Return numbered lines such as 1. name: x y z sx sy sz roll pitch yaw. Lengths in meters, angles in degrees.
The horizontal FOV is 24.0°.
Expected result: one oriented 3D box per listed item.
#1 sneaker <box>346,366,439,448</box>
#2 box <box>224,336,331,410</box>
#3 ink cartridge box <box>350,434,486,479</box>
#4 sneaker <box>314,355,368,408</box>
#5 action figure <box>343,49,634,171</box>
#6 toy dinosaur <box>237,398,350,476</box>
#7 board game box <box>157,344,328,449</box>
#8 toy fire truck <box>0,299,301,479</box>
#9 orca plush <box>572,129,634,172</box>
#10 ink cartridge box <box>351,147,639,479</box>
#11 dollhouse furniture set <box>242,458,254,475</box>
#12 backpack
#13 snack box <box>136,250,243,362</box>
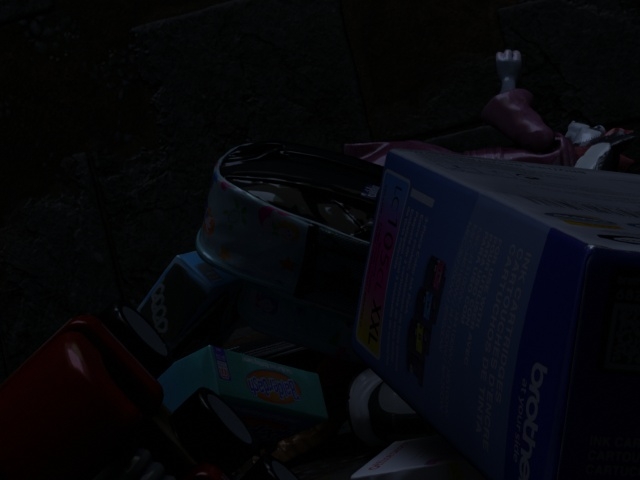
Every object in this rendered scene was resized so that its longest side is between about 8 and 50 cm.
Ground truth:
1. sneaker: 0.156 0.143 1.511 0.271 0.100 0.108 -23 16 -37
2. box: -0.005 0.161 1.828 0.261 0.103 0.184 -14 6 -20
3. ink cartridge box: 0.091 0.170 0.937 0.143 0.090 0.092 -13 2 23
4. sneaker: 0.124 0.148 1.670 0.262 0.099 0.121 -6 -6 -2
5. action figure: 0.187 -0.067 1.761 0.370 0.248 0.276 -18 12 11
6. toy dinosaur: 0.002 0.191 1.555 0.211 0.064 0.112 -33 15 -17
7. board game box: -0.123 0.158 1.274 0.210 0.047 0.160 -27 -26 26
8. toy fire truck: -0.122 0.172 0.884 0.158 0.217 0.246 -42 5 5
9. orca plush: 0.245 0.004 1.654 0.151 0.102 0.287 8 50 49
10. ink cartridge box: 0.202 0.056 0.836 0.270 0.151 0.395 5 8 -15
11. dollhouse furniture set: -0.073 0.194 1.253 0.181 0.101 0.161 -14 2 -3
12. backpack: 0.000 0.000 1.557 0.253 0.191 0.225 21 21 3
13. snack box: -0.185 0.141 1.694 0.322 0.060 0.187 -53 -14 20
